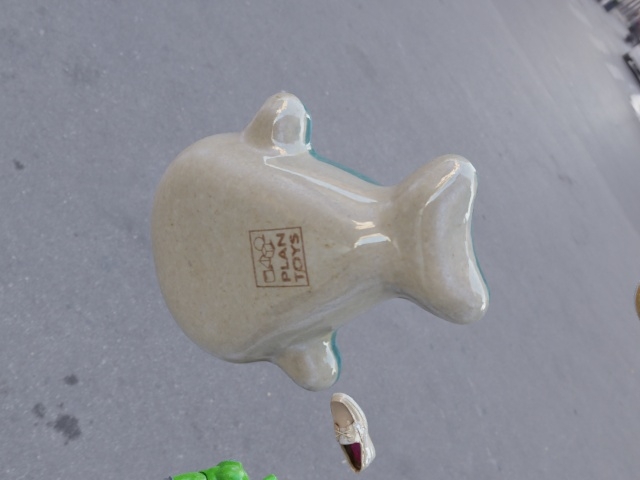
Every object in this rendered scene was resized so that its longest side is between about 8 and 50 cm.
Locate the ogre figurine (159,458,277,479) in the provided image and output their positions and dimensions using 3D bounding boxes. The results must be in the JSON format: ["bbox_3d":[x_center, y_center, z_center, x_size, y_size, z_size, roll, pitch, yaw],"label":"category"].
[{"bbox_3d":[-0.090,0.292,0.610,0.118,0.197,0.097,-21,112,-39],"label":"ogre figurine"}]

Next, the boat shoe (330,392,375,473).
[{"bbox_3d":[0.059,0.380,1.208,0.059,0.063,0.170,-42,113,-52],"label":"boat shoe"}]

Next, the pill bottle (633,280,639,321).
[{"bbox_3d":[0.499,0.087,0.819,0.117,0.117,0.215,58,7,3],"label":"pill bottle"}]

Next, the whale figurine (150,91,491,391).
[{"bbox_3d":[0.000,0.000,0.458,0.141,0.272,0.216,-15,99,-54],"label":"whale figurine"}]
